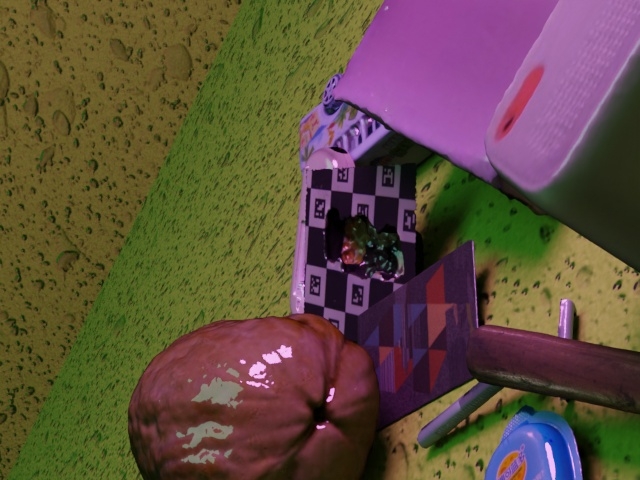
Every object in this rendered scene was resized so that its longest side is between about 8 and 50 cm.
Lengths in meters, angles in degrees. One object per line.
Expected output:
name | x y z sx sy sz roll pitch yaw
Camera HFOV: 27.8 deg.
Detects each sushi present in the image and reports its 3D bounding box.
sushi | 0.059 0.016 1.406 0.215 0.050 0.192 1 90 58

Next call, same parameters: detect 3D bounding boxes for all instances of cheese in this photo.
cheese | 0.164 0.221 0.923 0.106 0.037 0.256 -53 28 31

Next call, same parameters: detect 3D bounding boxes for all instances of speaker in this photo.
speaker | 0.290 -0.166 0.865 0.406 0.184 0.183 -60 20 10

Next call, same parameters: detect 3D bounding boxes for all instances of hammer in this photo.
hammer | 0.219 0.098 0.852 0.440 0.044 0.168 1 77 66

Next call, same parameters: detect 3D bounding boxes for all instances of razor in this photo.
razor | 0.142 0.129 1.099 0.211 0.036 0.084 -42 26 46

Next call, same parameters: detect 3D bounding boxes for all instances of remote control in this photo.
remote control | 0.000 0.000 1.517 0.078 0.042 0.222 16 103 56

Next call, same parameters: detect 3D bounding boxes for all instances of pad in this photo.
pad | 0.091 0.100 1.271 0.211 0.003 0.143 -39 43 50

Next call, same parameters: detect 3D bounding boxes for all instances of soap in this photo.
soap | 0.177 -0.206 1.226 0.296 0.107 0.285 -60 37 8

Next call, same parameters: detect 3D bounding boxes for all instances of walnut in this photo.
walnut | -0.068 0.189 1.277 0.283 0.227 0.283 -46 17 18

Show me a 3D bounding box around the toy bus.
toy bus | 0.092 -0.158 1.508 0.329 0.109 0.136 -39 40 51
